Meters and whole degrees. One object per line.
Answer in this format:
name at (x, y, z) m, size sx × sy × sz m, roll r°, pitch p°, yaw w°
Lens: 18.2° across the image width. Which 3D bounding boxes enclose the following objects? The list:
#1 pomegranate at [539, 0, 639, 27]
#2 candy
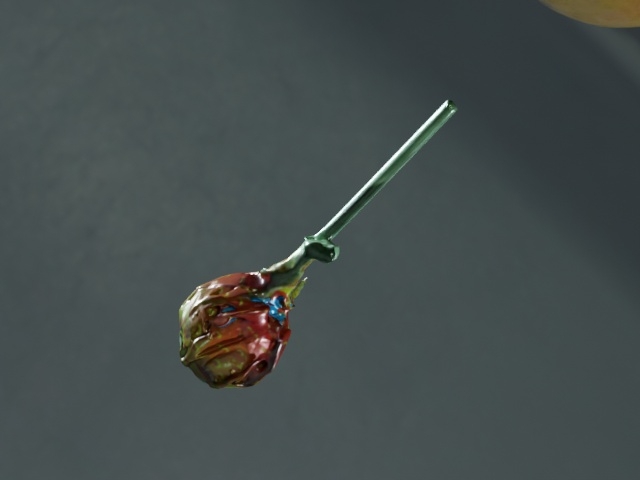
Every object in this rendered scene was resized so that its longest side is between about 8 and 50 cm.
pomegranate at (0.230, -0.289, 1.432) m, size 0.229 × 0.270 × 0.252 m, roll 27°, pitch 36°, yaw -32°
candy at (0.000, 0.000, 1.011) m, size 0.060 × 0.201 × 0.060 m, roll 37°, pitch 23°, yaw -18°
